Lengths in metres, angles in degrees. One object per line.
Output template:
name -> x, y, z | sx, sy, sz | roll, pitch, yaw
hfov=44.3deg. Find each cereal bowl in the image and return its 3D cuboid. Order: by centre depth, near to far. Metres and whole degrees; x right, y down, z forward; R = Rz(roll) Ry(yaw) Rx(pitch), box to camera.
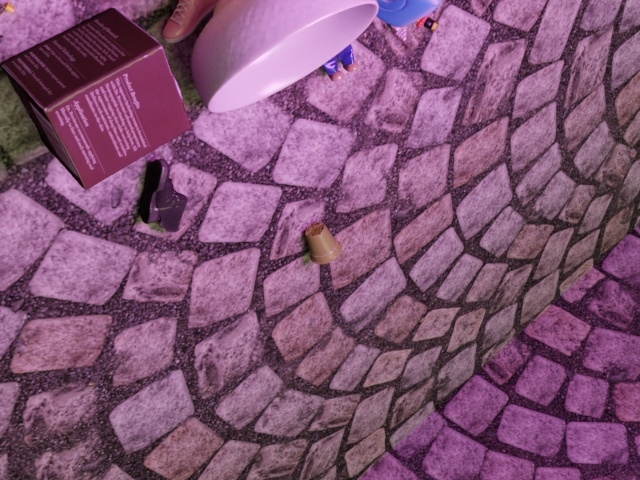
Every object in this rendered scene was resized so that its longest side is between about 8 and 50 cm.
cereal bowl -> -0.078, -0.363, 1.337 | 0.339, 0.141, 0.339 | -30, 179, 0

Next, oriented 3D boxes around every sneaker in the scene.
sneaker -> -0.222, -0.394, 1.309 | 0.134, 0.051, 0.070 | -46, 144, -12
sneaker -> -0.294, -0.086, 1.513 | 0.089, 0.051, 0.170 | -10, 133, -41

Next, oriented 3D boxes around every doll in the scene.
doll -> 0.022, -0.411, 1.549 | 0.129, 0.046, 0.189 | -33, 135, -6

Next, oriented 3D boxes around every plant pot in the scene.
plant pot -> 0.000, 0.000, 1.878 | 0.083, 0.083, 0.079 | -38, 129, -15

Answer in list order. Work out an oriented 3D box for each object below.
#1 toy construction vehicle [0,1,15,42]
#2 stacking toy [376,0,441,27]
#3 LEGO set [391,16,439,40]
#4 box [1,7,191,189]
toy construction vehicle -> -0.495, -0.313, 1.118 | 0.086, 0.035, 0.098 | 30, 96, -42
stacking toy -> 0.194, -0.565, 1.466 | 0.175, 0.166, 0.302 | 41, 69, -17
LEGO set -> 0.231, -0.529, 1.637 | 0.182, 0.060, 0.244 | -29, 146, -30
box -> -0.346, -0.224, 1.232 | 0.203, 0.167, 0.168 | -34, 141, -20
